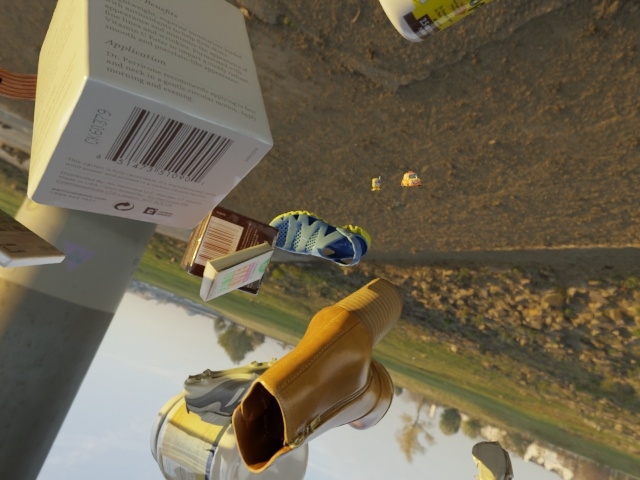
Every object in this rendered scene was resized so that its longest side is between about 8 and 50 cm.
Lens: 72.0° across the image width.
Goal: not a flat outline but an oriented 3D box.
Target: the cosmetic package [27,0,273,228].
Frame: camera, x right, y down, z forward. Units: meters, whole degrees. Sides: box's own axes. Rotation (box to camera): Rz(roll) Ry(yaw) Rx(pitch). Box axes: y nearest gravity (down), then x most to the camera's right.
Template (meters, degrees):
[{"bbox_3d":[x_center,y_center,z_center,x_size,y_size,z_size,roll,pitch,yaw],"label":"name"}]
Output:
[{"bbox_3d":[-0.159,-0.133,0.403,0.151,0.183,0.151,12,143,-41],"label":"cosmetic package"}]

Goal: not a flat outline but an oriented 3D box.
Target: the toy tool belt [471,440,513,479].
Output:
[{"bbox_3d":[0.223,0.308,0.569,0.052,0.083,0.051,-10,131,25],"label":"toy tool belt"}]

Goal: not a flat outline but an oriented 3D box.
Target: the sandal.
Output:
[{"bbox_3d":[0.000,0.000,1.284,0.318,0.126,0.138,8,-156,-5],"label":"sandal"}]

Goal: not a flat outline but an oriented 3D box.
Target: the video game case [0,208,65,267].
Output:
[{"bbox_3d":[-0.630,-0.021,0.849,0.206,0.026,0.227,38,175,-7],"label":"video game case"}]

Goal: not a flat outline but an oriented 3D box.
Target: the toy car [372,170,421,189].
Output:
[{"bbox_3d":[0.191,-0.151,1.117,0.122,0.040,0.060,-5,-170,4],"label":"toy car"}]

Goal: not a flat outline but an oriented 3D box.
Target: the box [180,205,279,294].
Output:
[{"bbox_3d":[-0.226,0.019,1.077,0.167,0.168,0.203,21,175,-21],"label":"box"}]

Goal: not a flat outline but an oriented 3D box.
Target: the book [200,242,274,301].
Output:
[{"bbox_3d":[-0.169,0.063,0.889,0.035,0.144,0.096,45,131,22],"label":"book"}]

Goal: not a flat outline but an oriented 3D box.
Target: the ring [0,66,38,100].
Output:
[{"bbox_3d":[-0.686,-0.490,1.033,0.337,0.336,0.032,24,170,-15],"label":"ring"}]

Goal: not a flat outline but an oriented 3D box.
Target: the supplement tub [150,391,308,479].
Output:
[{"bbox_3d":[-0.206,0.445,0.951,0.317,0.228,0.228,-6,152,45],"label":"supplement tub"}]

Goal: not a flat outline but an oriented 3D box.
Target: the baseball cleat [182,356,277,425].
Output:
[{"bbox_3d":[-0.148,0.284,0.825,0.206,0.109,0.072,-4,-167,-3],"label":"baseball cleat"}]

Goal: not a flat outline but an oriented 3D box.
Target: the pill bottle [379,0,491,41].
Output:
[{"bbox_3d":[0.164,-0.304,0.441,0.215,0.117,0.117,-20,144,35],"label":"pill bottle"}]

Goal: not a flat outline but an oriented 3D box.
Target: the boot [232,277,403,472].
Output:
[{"bbox_3d":[-0.005,0.190,0.516,0.104,0.211,0.294,33,137,29],"label":"boot"}]
